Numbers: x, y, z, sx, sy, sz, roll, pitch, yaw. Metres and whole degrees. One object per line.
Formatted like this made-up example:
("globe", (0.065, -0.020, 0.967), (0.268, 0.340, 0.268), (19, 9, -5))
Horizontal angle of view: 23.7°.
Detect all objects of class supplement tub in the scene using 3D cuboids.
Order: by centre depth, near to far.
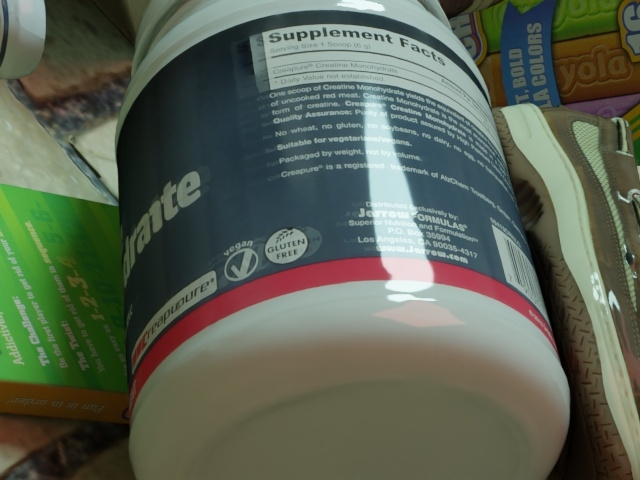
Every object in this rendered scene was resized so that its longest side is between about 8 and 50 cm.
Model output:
("supplement tub", (0.000, 0.000, 0.724), (0.191, 0.191, 0.272), (20, 41, -30))

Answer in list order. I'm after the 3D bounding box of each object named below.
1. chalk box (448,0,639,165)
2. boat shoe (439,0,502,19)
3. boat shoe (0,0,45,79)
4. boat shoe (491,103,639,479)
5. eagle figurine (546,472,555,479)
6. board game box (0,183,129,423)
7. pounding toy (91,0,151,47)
("chalk box", (0.168, -0.134, 1.065), (0.180, 0.289, 0.179), (-11, 94, -48))
("boat shoe", (-0.028, -0.221, 1.006), (0.123, 0.123, 0.342), (-33, 49, -23))
("boat shoe", (-0.227, -0.168, 0.846), (0.076, 0.083, 0.226), (-8, 47, -35))
("boat shoe", (0.146, 0.023, 0.735), (0.095, 0.095, 0.257), (-3, 49, -7))
("eagle figurine", (0.224, 0.134, 0.881), (0.298, 0.225, 0.226), (7, 37, -27))
("board game box", (-0.136, 0.029, 0.752), (0.259, 0.039, 0.124), (13, 44, -40))
("pounding toy", (-0.136, -0.228, 0.874), (0.181, 0.094, 0.206), (47, -8, 6))
